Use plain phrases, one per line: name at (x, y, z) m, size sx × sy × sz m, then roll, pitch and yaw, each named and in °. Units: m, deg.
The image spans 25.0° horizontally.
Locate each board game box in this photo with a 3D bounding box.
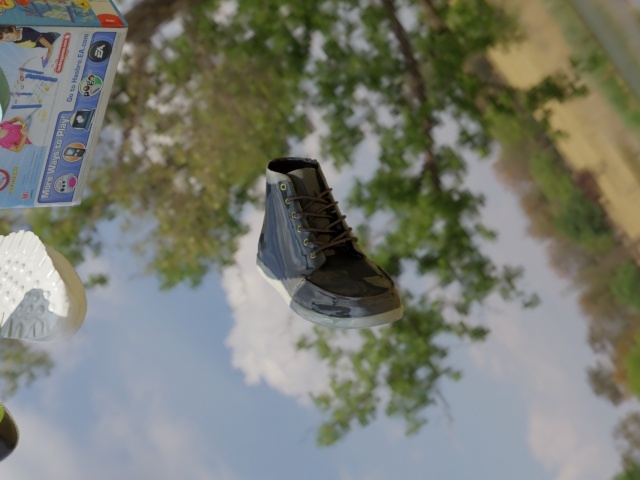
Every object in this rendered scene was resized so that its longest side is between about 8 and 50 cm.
board game box at (-0.439, -0.182, 1.916) m, size 0.302 × 0.308 × 0.086 m, roll -3°, pitch -138°, yaw -32°

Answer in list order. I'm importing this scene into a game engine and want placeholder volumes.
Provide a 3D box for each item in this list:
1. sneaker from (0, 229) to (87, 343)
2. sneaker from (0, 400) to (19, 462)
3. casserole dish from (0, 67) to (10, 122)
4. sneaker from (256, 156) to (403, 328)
sneaker at (-0.243, 0.046, 1.257) m, size 0.095 × 0.090 × 0.235 m, roll 27°, pitch 175°, yaw -31°
sneaker at (-0.316, 0.153, 1.166) m, size 0.097 × 0.084 × 0.234 m, roll 44°, pitch 179°, yaw 36°
casserole dish at (-0.336, -0.167, 1.248) m, size 0.188 × 0.114 × 0.037 m, roll 60°, pitch -140°, yaw -22°
sneaker at (0.000, 0.000, 1.354) m, size 0.222 × 0.083 × 0.118 m, roll 30°, pitch 127°, yaw 53°
